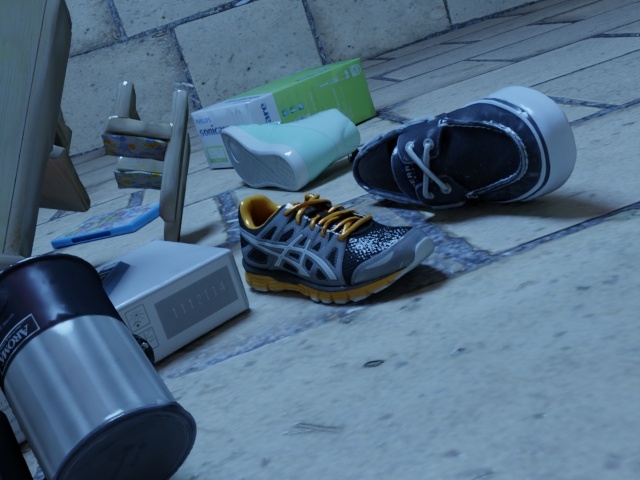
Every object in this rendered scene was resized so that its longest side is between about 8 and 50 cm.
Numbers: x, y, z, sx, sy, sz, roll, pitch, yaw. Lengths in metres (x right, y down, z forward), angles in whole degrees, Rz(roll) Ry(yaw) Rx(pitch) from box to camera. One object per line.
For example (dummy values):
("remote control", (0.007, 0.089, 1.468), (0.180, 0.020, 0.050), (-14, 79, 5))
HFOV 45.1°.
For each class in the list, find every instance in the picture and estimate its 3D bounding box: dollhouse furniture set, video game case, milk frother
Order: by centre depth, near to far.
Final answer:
("milk frother", (-0.129, 0.098, 0.472), (0.143, 0.129, 0.135), (5, 33, -47))
("dollhouse furniture set", (-0.334, -0.060, 0.808), (0.362, 0.256, 0.394), (7, -14, -8))
("video game case", (-0.335, -0.028, 1.243), (0.166, 0.015, 0.119), (-10, 17, 25))

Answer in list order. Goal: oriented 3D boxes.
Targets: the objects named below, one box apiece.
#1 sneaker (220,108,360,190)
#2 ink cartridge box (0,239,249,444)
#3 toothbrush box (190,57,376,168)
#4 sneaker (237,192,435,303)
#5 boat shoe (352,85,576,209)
("sneaker", (-0.044, -0.148, 1.181), (0.151, 0.094, 0.256), (-32, 30, -24))
("ink cartridge box", (-0.254, 0.087, 0.683), (0.296, 0.066, 0.261), (-29, 21, -35))
("toothbrush box", (-0.070, -0.244, 1.485), (0.283, 0.122, 0.206), (-28, 19, -34))
("sneaker", (0.000, 0.000, 0.666), (0.215, 0.083, 0.084), (-1, 21, 42))
("boat shoe", (0.121, -0.080, 0.759), (0.102, 0.108, 0.301), (-24, 14, -19))
